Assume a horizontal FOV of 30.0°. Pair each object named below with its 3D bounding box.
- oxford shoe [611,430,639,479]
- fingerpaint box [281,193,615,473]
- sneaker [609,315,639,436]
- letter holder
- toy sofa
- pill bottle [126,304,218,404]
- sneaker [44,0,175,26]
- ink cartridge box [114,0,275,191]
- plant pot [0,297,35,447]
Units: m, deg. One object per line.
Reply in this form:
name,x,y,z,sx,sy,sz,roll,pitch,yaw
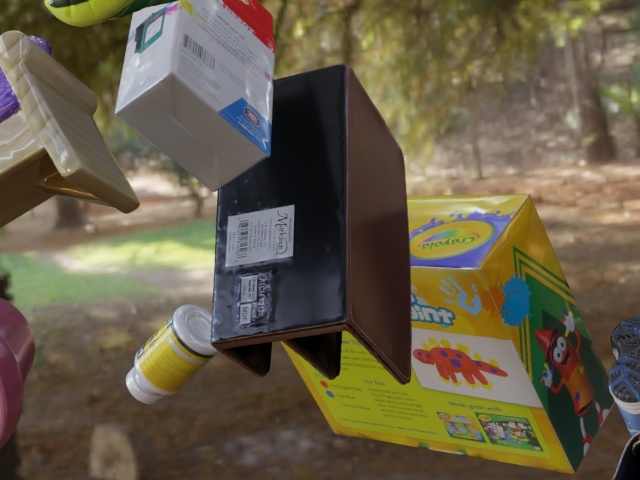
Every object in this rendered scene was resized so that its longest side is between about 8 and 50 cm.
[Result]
oxford shoe,0.373,0.213,1.142,0.348,0.130,0.123,-41,9,-22
fingerpaint box,0.148,0.122,1.719,0.444,0.371,0.163,0,39,44
sneaker,0.401,0.163,1.485,0.080,0.081,0.211,-3,27,28
letter holder,0.000,0.000,1.309,0.152,0.302,0.214,-11,-28,21
toy sofa,-0.339,-0.023,0.901,0.362,0.177,0.150,-30,-12,3
pill bottle,-0.255,0.201,2.058,0.184,0.103,0.103,-45,-17,29
sneaker,-0.077,-0.256,0.893,0.295,0.109,0.123,-22,7,14
ink cartridge box,-0.117,-0.177,1.177,0.078,0.231,0.134,-32,-53,27
plant pot,-0.422,0.148,1.376,0.201,0.201,0.180,-6,16,10
